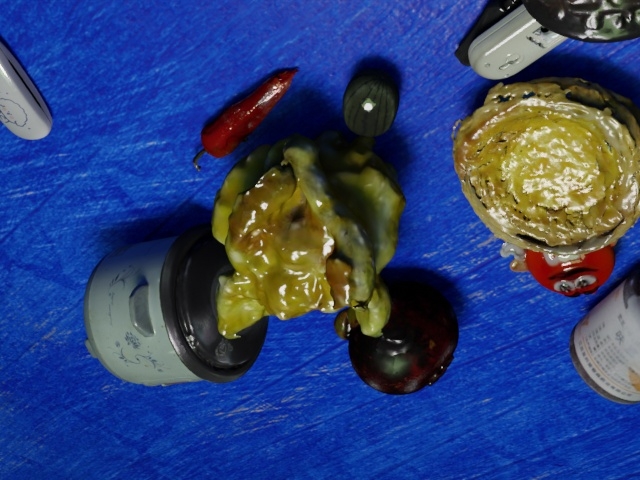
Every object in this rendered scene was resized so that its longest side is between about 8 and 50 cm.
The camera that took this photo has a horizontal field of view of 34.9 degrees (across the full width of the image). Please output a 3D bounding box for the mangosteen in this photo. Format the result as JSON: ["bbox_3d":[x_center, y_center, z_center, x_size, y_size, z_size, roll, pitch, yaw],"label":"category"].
[{"bbox_3d":[0.129,0.155,1.693,0.210,0.209,0.209,10,139,8],"label":"mangosteen"}]

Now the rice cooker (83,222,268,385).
[{"bbox_3d":[-0.231,0.114,1.715,0.317,0.264,0.316,-7,174,-1],"label":"rice cooker"}]

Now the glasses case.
[{"bbox_3d":[-0.482,-0.234,1.558,0.076,0.049,0.197,-5,136,23],"label":"glasses case"}]

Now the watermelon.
[{"bbox_3d":[0.069,-0.187,1.406,0.078,0.078,0.110,12,140,5],"label":"watermelon"}]

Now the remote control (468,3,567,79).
[{"bbox_3d":[0.276,-0.266,1.249,0.078,0.042,0.221,17,141,-40],"label":"remote control"}]

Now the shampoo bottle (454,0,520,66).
[{"bbox_3d":[0.220,-0.274,1.292,0.048,0.027,0.137,19,141,-19],"label":"shampoo bottle"}]

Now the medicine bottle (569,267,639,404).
[{"bbox_3d":[0.513,0.123,1.539,0.165,0.165,0.273,23,141,-8],"label":"medicine bottle"}]

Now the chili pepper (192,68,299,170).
[{"bbox_3d":[-0.121,-0.174,1.507,0.059,0.050,0.268,48,132,-10],"label":"chili pepper"}]

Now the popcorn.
[{"bbox_3d":[-0.004,0.000,1.493,0.326,0.290,0.321,38,145,-18],"label":"popcorn"}]

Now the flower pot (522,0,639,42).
[{"bbox_3d":[0.289,-0.356,1.017,0.267,0.266,0.267,2,149,17],"label":"flower pot"}]

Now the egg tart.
[{"bbox_3d":[0.313,-0.110,1.387,0.291,0.107,0.290,11,128,14],"label":"egg tart"}]

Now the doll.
[{"bbox_3d":[0.361,0.011,1.529,0.183,0.085,0.217,-8,125,24],"label":"doll"}]
